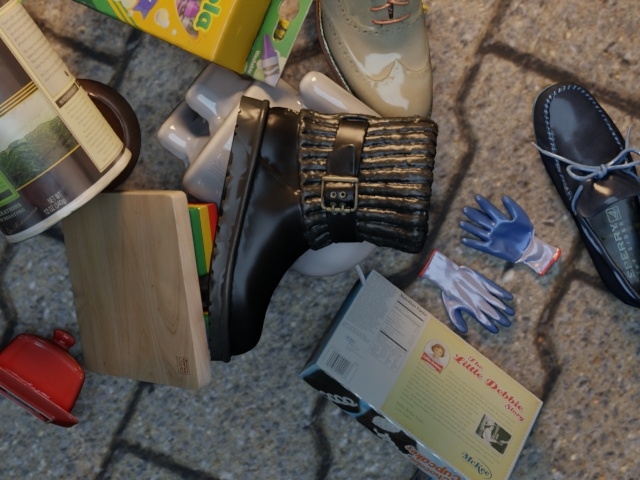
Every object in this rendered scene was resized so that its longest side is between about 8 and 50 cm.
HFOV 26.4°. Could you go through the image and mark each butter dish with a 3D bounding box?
[{"bbox_3d":[-0.384,0.177,1.897,0.160,0.160,0.118,35,72,-7],"label":"butter dish"}]

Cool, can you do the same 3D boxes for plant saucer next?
[{"bbox_3d":[-0.335,-0.140,1.902,0.168,0.029,0.168,0,99,-3],"label":"plant saucer"}]

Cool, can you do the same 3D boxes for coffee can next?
[{"bbox_3d":[-0.403,-0.164,1.757,0.201,0.201,0.275,-35,108,2],"label":"coffee can"}]

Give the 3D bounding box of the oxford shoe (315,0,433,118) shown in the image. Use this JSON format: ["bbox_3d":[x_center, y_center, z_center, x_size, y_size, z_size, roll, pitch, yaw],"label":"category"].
[{"bbox_3d":[0.065,-0.322,1.773,0.141,0.146,0.397,-20,98,-11],"label":"oxford shoe"}]

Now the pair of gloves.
[{"bbox_3d":[0.239,0.037,1.961,0.159,0.023,0.198,35,94,-7],"label":"pair of gloves"}]

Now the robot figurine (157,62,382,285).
[{"bbox_3d":[-0.044,-0.086,1.839,0.353,0.199,0.300,36,122,-7],"label":"robot figurine"}]

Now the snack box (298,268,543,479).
[{"bbox_3d":[0.146,0.209,1.910,0.322,0.060,0.187,38,54,-7],"label":"snack box"}]

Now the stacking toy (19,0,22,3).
[{"bbox_3d":[-0.406,-0.432,1.809,0.167,0.052,0.221,-39,99,-28],"label":"stacking toy"}]

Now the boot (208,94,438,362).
[{"bbox_3d":[0.000,0.000,1.685,0.260,0.131,0.347,11,97,-4],"label":"boot"}]

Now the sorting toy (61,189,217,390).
[{"bbox_3d":[-0.228,0.054,1.844,0.089,0.255,0.257,-17,104,-43],"label":"sorting toy"}]

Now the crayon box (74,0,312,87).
[{"bbox_3d":[-0.162,-0.351,1.772,0.323,0.083,0.203,26,96,28],"label":"crayon box"}]

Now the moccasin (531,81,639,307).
[{"bbox_3d":[0.410,-0.067,1.908,0.138,0.117,0.342,-30,98,1],"label":"moccasin"}]

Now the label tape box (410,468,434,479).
[{"bbox_3d":[0.236,0.510,1.981,0.348,0.115,0.249,32,94,-9],"label":"label tape box"}]

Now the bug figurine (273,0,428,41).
[{"bbox_3d":[0.015,-0.293,1.879,0.279,0.072,0.216,29,95,-6],"label":"bug figurine"}]
